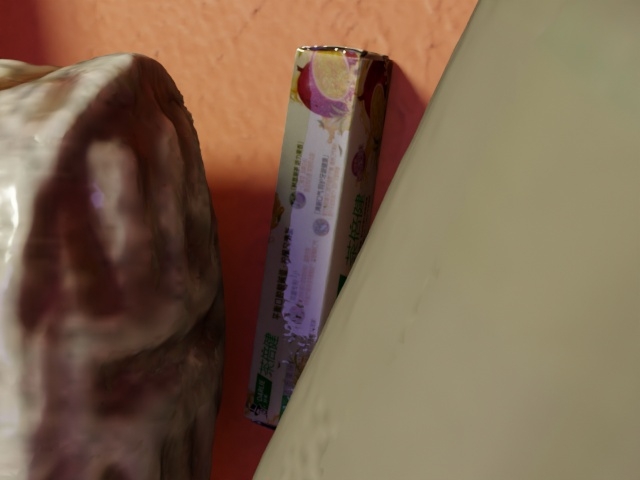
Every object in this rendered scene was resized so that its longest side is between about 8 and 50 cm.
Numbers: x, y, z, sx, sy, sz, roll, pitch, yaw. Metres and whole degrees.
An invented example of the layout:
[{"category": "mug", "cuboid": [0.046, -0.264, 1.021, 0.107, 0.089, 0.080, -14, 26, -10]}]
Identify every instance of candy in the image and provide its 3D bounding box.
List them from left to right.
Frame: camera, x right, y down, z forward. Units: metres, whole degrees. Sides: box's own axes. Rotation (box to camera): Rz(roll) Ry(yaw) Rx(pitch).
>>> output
[{"category": "candy", "cuboid": [-0.135, 0.049, 0.639, 0.157, 0.214, 0.289, 5, 102, 20]}]

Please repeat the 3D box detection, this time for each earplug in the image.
[{"category": "earplug", "cuboid": [0.129, 0.107, 0.502, 0.313, 0.313, 0.394, 31, 107, 13]}]

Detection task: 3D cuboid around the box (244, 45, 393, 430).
[{"category": "box", "cuboid": [0.000, 0.000, 0.672, 0.041, 0.050, 0.207, 12, 101, 19]}]
